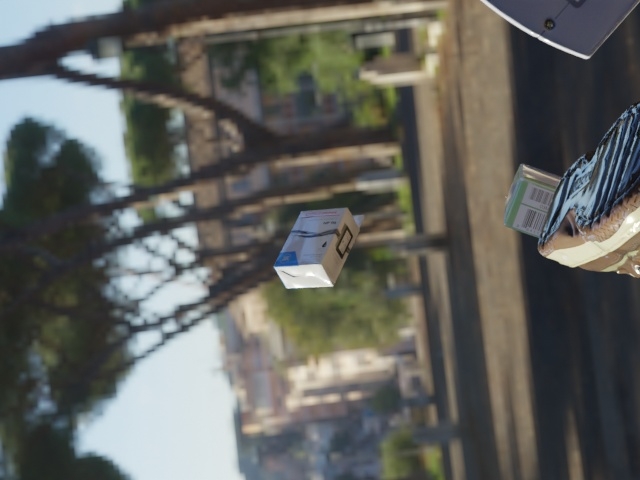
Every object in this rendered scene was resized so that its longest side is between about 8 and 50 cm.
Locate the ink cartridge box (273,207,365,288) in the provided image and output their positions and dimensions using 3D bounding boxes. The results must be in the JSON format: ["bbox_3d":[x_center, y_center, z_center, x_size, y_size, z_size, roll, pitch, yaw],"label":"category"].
[{"bbox_3d":[0.000,0.000,1.411,0.028,0.048,0.083,60,-140,-36],"label":"ink cartridge box"}]

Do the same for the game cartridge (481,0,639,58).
[{"bbox_3d":[0.240,-0.356,1.917,0.297,0.198,0.062,41,-168,-2],"label":"game cartridge"}]

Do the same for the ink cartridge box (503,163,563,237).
[{"bbox_3d":[0.266,-0.025,1.649,0.235,0.171,0.056,-55,-15,-78],"label":"ink cartridge box"}]

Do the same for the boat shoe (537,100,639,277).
[{"bbox_3d":[0.213,-0.024,1.055,0.257,0.095,0.095,132,160,-84],"label":"boat shoe"}]
